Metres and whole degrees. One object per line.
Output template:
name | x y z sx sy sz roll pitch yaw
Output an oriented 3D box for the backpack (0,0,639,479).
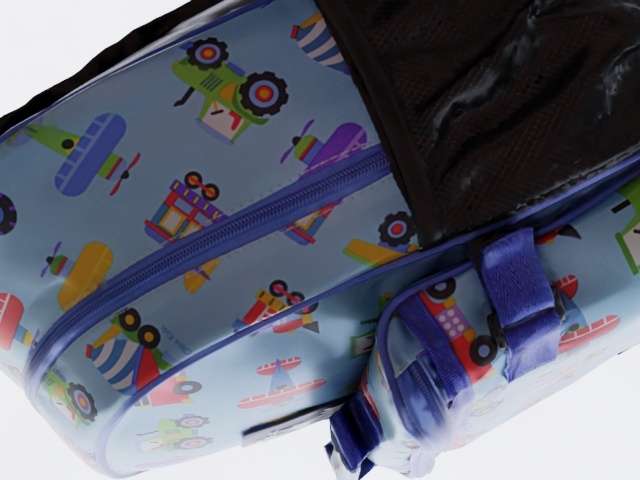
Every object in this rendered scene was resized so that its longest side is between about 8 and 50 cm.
backpack | 0.000 0.000 0.425 0.173 0.158 0.117 -27 -101 -11
